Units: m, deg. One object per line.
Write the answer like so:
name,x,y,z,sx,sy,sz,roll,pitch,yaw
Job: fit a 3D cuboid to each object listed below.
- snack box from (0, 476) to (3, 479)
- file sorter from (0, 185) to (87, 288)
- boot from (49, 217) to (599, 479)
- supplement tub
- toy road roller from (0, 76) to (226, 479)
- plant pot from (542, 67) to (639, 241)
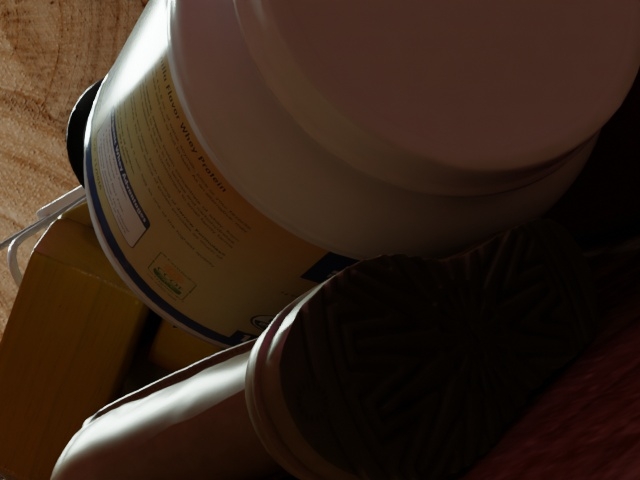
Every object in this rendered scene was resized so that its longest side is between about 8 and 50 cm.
snack box,-0.334,0.170,1.492,0.141,0.037,0.100,31,46,33
file sorter,-0.136,0.028,1.421,0.278,0.193,0.173,-27,7,32
boot,-0.030,0.085,0.766,0.269,0.089,0.236,-25,-7,37
supplement tub,0.012,-0.077,0.890,0.228,0.228,0.316,-31,-4,-25
toy road roller,-0.070,0.037,1.149,0.202,0.241,0.329,-44,-21,-77
plant pot,0.217,-0.160,0.979,0.267,0.267,0.236,-31,15,-18
